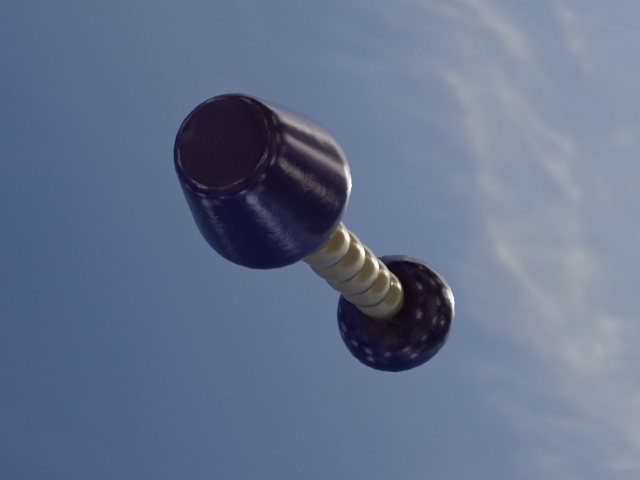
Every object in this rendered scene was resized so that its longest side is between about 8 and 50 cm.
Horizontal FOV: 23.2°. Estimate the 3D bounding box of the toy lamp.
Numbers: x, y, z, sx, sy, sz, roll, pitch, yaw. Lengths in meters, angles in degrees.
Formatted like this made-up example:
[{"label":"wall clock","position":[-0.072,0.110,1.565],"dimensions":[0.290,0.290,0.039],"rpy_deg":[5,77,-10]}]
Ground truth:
[{"label":"toy lamp","position":[0.000,0.000,0.786],"dimensions":[0.274,0.080,0.080],"rpy_deg":[48,-154,-65]}]
